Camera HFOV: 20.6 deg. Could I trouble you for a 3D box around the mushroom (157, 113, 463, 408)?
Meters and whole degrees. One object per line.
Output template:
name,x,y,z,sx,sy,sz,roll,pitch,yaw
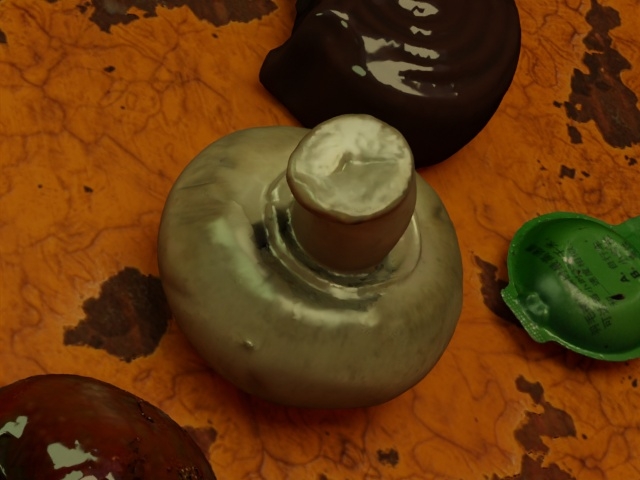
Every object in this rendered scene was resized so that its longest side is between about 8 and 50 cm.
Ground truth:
mushroom,-0.014,0.028,1.713,0.315,0.315,0.356,41,12,5

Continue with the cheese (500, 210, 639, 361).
cheese,0.336,0.039,2.004,0.320,0.083,0.204,-20,65,-36

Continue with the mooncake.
mooncake,0.079,-0.254,2.031,0.334,0.174,0.326,45,49,7

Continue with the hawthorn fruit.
hawthorn fruit,-0.208,0.260,1.404,0.316,0.316,0.316,15,50,-19
